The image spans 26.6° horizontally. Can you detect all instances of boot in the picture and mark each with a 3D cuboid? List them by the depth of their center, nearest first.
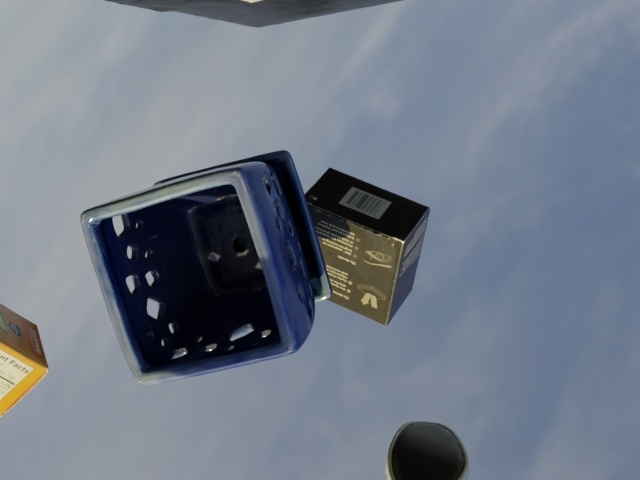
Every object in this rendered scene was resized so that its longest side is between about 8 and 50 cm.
[{"bbox_3d":[0.108,0.319,1.419,0.244,0.088,0.176,-87,180,-58],"label":"boot"}]

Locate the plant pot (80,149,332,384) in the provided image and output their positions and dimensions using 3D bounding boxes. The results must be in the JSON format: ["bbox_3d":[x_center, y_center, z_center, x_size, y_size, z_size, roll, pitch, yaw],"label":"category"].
[{"bbox_3d":[-0.126,0.020,1.686,0.236,0.236,0.212,-13,-168,23],"label":"plant pot"}]

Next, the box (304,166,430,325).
[{"bbox_3d":[0.050,0.008,1.837,0.093,0.156,0.158,-50,157,-46],"label":"box"}]

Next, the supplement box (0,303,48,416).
[{"bbox_3d":[-0.354,0.068,1.208,0.080,0.233,0.078,-40,-138,9],"label":"supplement box"}]

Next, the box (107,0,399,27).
[{"bbox_3d":[-0.086,-0.470,1.236,0.297,0.480,0.471,-6,-91,30],"label":"box"}]
